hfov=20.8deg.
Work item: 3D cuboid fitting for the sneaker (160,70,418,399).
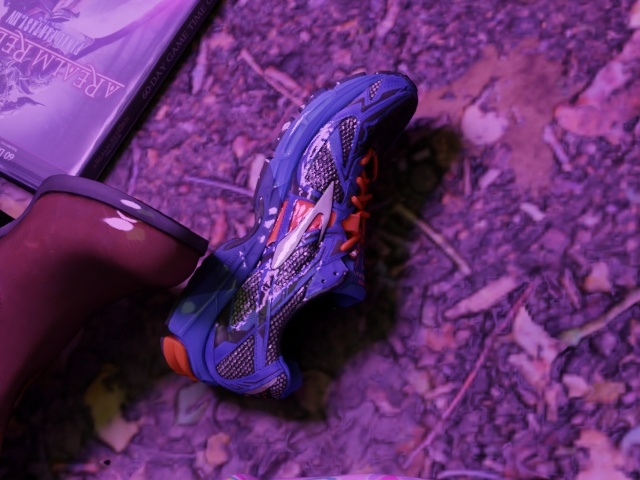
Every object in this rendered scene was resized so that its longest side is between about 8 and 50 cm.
[{"bbox_3d":[0.000,0.000,1.028,0.087,0.083,0.221,30,87,21],"label":"sneaker"}]

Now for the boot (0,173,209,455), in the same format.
[{"bbox_3d":[-0.194,0.106,1.006,0.264,0.096,0.280,-1,64,39],"label":"boot"}]

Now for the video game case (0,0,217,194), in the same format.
[{"bbox_3d":[-0.167,-0.170,1.201,0.196,0.026,0.274,26,77,30],"label":"video game case"}]

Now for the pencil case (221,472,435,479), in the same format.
[{"bbox_3d":[0.075,0.179,0.877,0.284,0.124,0.124,0,66,23],"label":"pencil case"}]
